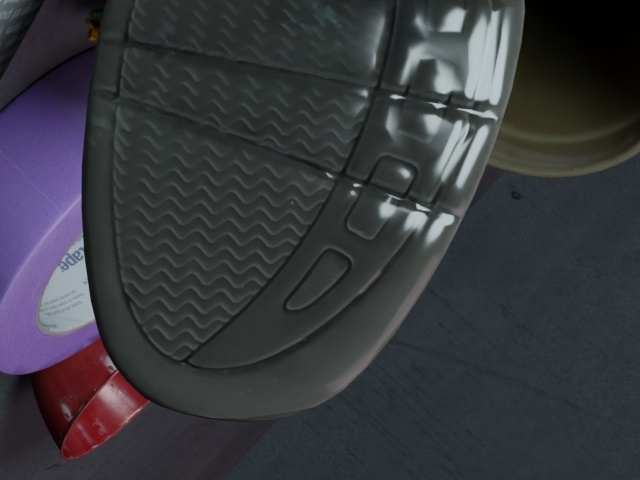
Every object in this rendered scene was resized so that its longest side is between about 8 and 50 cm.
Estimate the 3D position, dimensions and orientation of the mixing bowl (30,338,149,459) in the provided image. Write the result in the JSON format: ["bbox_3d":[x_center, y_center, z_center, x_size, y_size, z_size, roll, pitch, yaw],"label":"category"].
[{"bbox_3d":[-0.230,0.126,1.145,0.181,0.098,0.181,-46,168,-13],"label":"mixing bowl"}]

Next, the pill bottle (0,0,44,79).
[{"bbox_3d":[-0.204,-0.087,0.406,0.318,0.176,0.176,-54,166,22],"label":"pill bottle"}]

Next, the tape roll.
[{"bbox_3d":[-0.181,-0.024,0.882,0.275,0.090,0.275,-44,167,-13],"label":"tape roll"}]

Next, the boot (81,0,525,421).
[{"bbox_3d":[-0.020,-0.110,0.500,0.284,0.138,0.377,145,-47,-76],"label":"boot"}]

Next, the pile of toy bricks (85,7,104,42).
[{"bbox_3d":[-0.109,-0.159,0.741,0.105,0.118,0.212,-12,-164,24],"label":"pile of toy bricks"}]

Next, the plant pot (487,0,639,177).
[{"bbox_3d":[0.265,-0.280,1.227,0.280,0.323,0.323,-60,177,-39],"label":"plant pot"}]
